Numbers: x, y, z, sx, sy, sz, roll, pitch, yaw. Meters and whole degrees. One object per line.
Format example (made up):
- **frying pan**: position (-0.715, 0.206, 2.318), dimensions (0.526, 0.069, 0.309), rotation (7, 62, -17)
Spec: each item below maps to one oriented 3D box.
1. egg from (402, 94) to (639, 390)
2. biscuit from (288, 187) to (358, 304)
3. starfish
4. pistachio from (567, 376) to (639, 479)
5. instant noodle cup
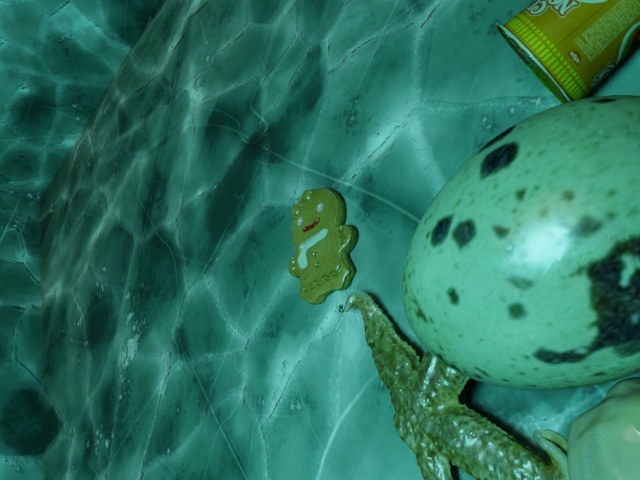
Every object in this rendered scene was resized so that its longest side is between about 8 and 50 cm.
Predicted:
- **egg**: position (0.260, 0.010, 0.672), dimensions (0.379, 0.287, 0.288), rotation (-29, 55, 37)
- **biscuit**: position (-0.002, -0.001, 1.224), dimensions (0.184, 0.035, 0.249), rotation (-31, 53, 38)
- **starfish**: position (0.178, 0.186, 0.891), dimensions (0.324, 0.082, 0.432), rotation (-50, 41, 38)
- **pistachio**: position (0.382, 0.257, 0.557), dimensions (0.331, 0.207, 0.226), rotation (26, 139, 37)
- **instant noodle cup**: position (0.364, -0.294, 0.835), dimensions (0.185, 0.168, 0.169), rotation (-42, 47, 21)
